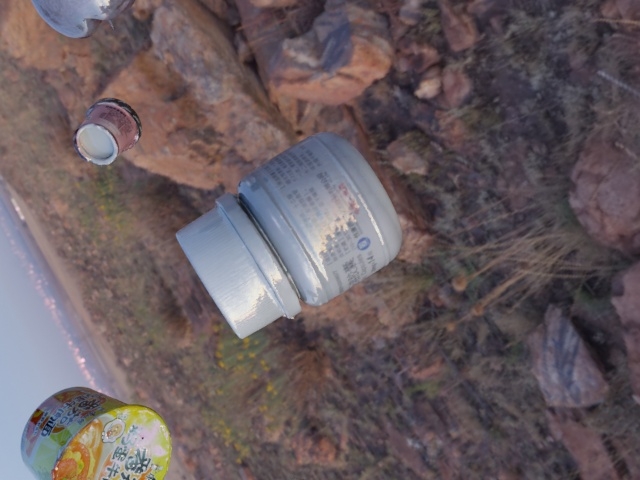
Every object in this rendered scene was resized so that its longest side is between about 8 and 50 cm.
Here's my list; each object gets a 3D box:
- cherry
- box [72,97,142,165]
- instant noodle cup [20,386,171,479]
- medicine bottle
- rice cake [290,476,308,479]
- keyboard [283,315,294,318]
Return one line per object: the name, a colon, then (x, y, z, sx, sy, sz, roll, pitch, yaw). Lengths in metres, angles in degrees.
cherry: (-0.386, -0.410, 1.144, 0.140, 0.176, 0.176, -90, -7, -49)
box: (-0.565, -0.279, 1.895, 0.151, 0.135, 0.151, 7, 128, 9)
instant noodle cup: (-0.461, 0.423, 1.451, 0.200, 0.264, 0.264, 15, 131, 43)
medicine bottle: (-0.051, -0.006, 1.157, 0.245, 0.306, 0.245, 57, 173, 11)
rice cake: (-0.035, 0.522, 1.495, 0.256, 0.057, 0.052, 86, -170, -71)
keyboard: (-0.117, 0.107, 1.398, 0.017, 0.165, 0.055, -9, 65, 57)
